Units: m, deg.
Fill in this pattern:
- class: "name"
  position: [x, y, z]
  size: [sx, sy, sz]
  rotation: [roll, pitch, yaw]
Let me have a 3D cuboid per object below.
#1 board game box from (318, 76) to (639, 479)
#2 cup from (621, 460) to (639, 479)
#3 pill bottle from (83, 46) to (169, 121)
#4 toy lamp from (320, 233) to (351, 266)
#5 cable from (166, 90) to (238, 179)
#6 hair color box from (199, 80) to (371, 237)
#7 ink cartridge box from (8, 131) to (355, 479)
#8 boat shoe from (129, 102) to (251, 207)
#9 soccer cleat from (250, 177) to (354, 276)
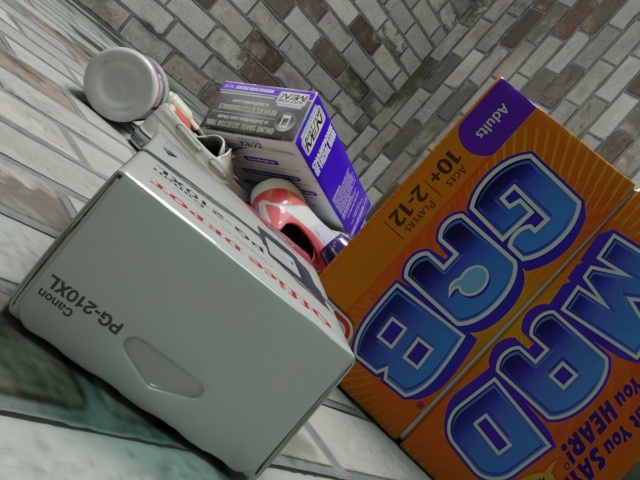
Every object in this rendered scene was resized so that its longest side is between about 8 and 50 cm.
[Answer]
- class: "board game box"
  position: [0.230, 0.087, 0.857]
  size: [0.356, 0.356, 0.356]
  rotation: [43, 6, 11]
- class: "cup"
  position: [0.451, 0.339, 0.912]
  size: [0.236, 0.331, 0.331]
  rotation: [21, 2, 10]
- class: "pill bottle"
  position: [-0.295, -0.240, 1.069]
  size: [0.108, 0.108, 0.180]
  rotation: [41, 5, -10]
- class: "toy lamp"
  position: [0.103, 0.108, 1.115]
  size: [0.275, 0.080, 0.080]
  rotation: [52, 5, -3]
- class: "cable"
  position: [-0.227, -0.190, 1.357]
  size: [0.287, 0.072, 0.139]
  rotation: [39, 11, -26]
- class: "hair color box"
  position: [-0.048, -0.127, 1.218]
  size: [0.185, 0.110, 0.339]
  rotation: [13, -22, 26]
- class: "ink cartridge box"
  position: [-0.085, 0.024, 0.475]
  size: [0.172, 0.100, 0.237]
  rotation: [40, 5, -15]
- class: "boat shoe"
  position: [-0.181, -0.127, 1.087]
  size: [0.267, 0.088, 0.096]
  rotation: [36, 8, -48]
- class: "soccer cleat"
  position: [-0.008, 0.022, 1.190]
  size: [0.318, 0.108, 0.116]
  rotation: [43, 28, -40]
